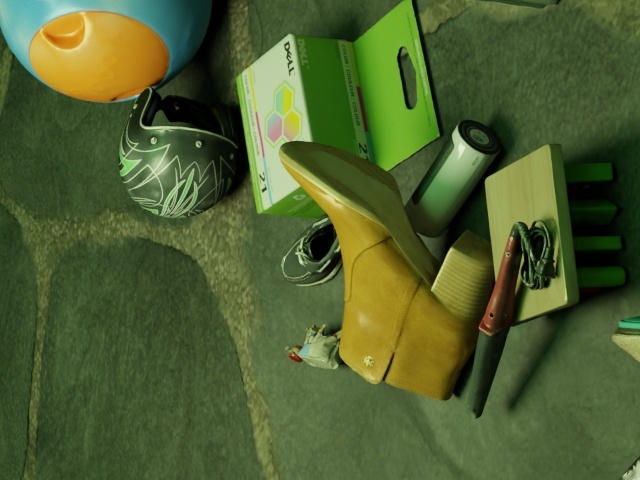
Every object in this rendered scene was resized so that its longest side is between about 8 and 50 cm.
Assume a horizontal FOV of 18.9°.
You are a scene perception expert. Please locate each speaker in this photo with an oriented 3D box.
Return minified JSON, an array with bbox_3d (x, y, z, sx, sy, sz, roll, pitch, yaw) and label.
[{"bbox_3d":[0.144,-0.066,2.114,0.136,0.055,0.055,-58,44,37],"label":"speaker"}]

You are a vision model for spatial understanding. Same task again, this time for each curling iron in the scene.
[{"bbox_3d":[0.184,0.087,1.963,0.274,0.035,0.068,107,154,-42],"label":"curling iron"}]

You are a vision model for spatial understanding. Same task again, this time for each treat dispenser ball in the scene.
[{"bbox_3d":[-0.288,-0.327,2.556,0.288,0.288,0.288,-5,84,56],"label":"treat dispenser ball"}]

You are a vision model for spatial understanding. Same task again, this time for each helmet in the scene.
[{"bbox_3d":[-0.186,-0.109,2.510,0.169,0.169,0.161,-56,30,38],"label":"helmet"}]

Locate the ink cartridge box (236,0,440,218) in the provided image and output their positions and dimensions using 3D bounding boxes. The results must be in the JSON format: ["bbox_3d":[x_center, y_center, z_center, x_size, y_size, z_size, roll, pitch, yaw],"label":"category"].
[{"bbox_3d":[0.016,-0.160,2.270,0.255,0.097,0.189,-34,60,50],"label":"ink cartridge box"}]

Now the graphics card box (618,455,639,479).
[{"bbox_3d":[0.337,0.406,1.742,0.233,0.094,0.371,-56,40,34],"label":"graphics card box"}]

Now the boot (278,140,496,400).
[{"bbox_3d":[0.048,0.039,2.123,0.295,0.104,0.211,32,123,17],"label":"boot"}]

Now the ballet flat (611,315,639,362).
[{"bbox_3d":[0.381,0.110,1.715,0.316,0.107,0.106,-10,87,57],"label":"ballet flat"}]

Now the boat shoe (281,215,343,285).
[{"bbox_3d":[0.000,0.000,2.312,0.206,0.065,0.075,-33,62,51],"label":"boat shoe"}]

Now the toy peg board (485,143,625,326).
[{"bbox_3d":[0.243,-0.003,1.963,0.160,0.079,0.161,148,119,-68],"label":"toy peg board"}]

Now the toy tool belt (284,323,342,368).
[{"bbox_3d":[0.000,0.126,2.330,0.083,0.052,0.051,4,60,53],"label":"toy tool belt"}]

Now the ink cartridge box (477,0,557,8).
[{"bbox_3d":[0.193,-0.398,1.908,0.307,0.223,0.129,-60,42,34],"label":"ink cartridge box"}]
